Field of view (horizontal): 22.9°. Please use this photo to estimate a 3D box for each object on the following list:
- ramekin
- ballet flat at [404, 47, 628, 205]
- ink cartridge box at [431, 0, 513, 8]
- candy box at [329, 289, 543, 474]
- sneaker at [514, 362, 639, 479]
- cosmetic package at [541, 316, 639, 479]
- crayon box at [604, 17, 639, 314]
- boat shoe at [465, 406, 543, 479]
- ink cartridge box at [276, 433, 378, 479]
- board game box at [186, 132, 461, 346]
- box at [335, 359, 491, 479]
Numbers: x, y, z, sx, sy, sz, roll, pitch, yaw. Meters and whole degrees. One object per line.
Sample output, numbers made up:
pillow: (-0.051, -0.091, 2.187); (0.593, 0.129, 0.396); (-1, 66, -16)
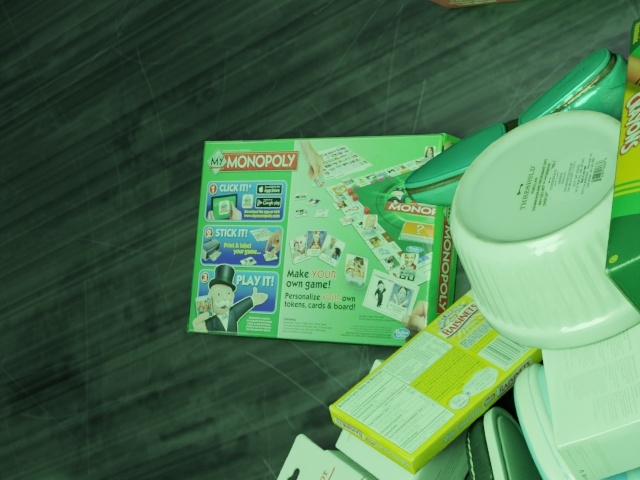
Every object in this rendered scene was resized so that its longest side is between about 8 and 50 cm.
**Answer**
ramekin: (0.209, -0.018, 1.356); (0.207, 0.109, 0.207); (-22, 35, 17)
ballet flat: (0.196, -0.081, 1.474); (0.247, 0.083, 0.087); (-33, 108, 23)
ink cartridge box: (0.124, -0.309, 1.442); (0.207, 0.283, 0.117); (0, 83, 38)
candy box: (0.117, 0.125, 1.456); (0.105, 0.206, 0.027); (28, 143, 39)
sneaker: (0.307, 0.196, 1.338); (0.208, 0.127, 0.319); (-35, 52, 12)
cosmetic package: (0.243, 0.091, 1.347); (0.099, 0.060, 0.239); (-23, 36, 19)
crayon box: (0.384, -0.118, 1.196); (0.313, 0.106, 0.363); (-30, 25, 32)
boat shoe: (0.171, 0.304, 1.419); (0.091, 0.114, 0.302); (-23, 69, 27)
ink cartridge box: (0.037, 0.277, 1.560); (0.180, 0.060, 0.104); (33, 104, 36)
board game box: (0.000, 0.000, 1.642); (0.317, 0.046, 0.213); (2, 83, 38)
box: (0.091, 0.182, 1.515); (0.102, 0.087, 0.101); (32, 103, 36)
